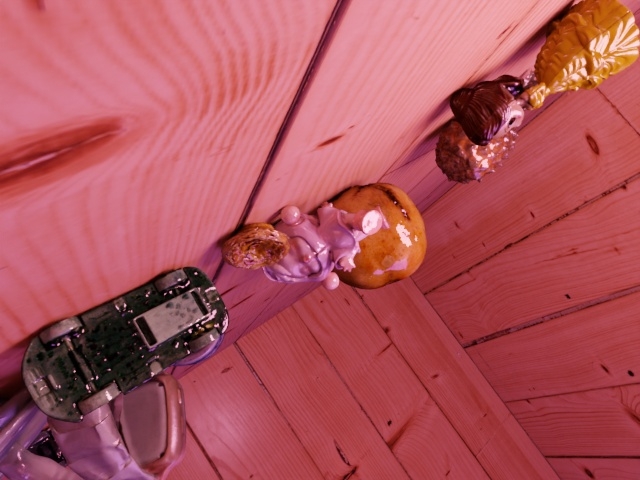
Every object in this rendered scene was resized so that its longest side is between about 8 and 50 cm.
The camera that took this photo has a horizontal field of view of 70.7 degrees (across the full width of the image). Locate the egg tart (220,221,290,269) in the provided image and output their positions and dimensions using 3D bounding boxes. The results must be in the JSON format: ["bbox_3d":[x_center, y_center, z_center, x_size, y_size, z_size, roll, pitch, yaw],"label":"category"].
[{"bbox_3d":[-0.118,0.007,0.813,0.129,0.049,0.128,-13,150,-8],"label":"egg tart"}]

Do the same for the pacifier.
[{"bbox_3d":[-0.503,0.390,0.800,0.343,0.269,0.288,-41,-164,51],"label":"pacifier"}]

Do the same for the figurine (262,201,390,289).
[{"bbox_3d":[-0.001,0.000,0.898,0.276,0.200,0.133,-21,-155,19],"label":"figurine"}]

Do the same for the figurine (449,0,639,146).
[{"bbox_3d":[0.422,-0.301,0.888,0.315,0.168,0.187,-38,-162,4],"label":"figurine"}]

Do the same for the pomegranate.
[{"bbox_3d":[0.113,-0.012,1.051,0.260,0.260,0.260,-35,172,-6],"label":"pomegranate"}]

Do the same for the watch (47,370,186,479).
[{"bbox_3d":[-0.359,0.297,0.794,0.162,0.253,0.241,-18,149,3],"label":"watch"}]

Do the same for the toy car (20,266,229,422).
[{"bbox_3d":[-0.299,0.158,0.719,0.306,0.136,0.125,-29,178,-39],"label":"toy car"}]

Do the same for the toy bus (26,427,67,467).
[{"bbox_3d":[-0.787,0.627,1.370,0.276,0.133,0.165,-26,167,-47],"label":"toy bus"}]

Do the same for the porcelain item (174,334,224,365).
[{"bbox_3d":[-0.259,0.166,0.870,0.147,0.147,0.114,-34,172,-14],"label":"porcelain item"}]

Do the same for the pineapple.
[{"bbox_3d":[0.438,-0.290,1.127,0.361,0.175,0.175,-43,174,-16],"label":"pineapple"}]
